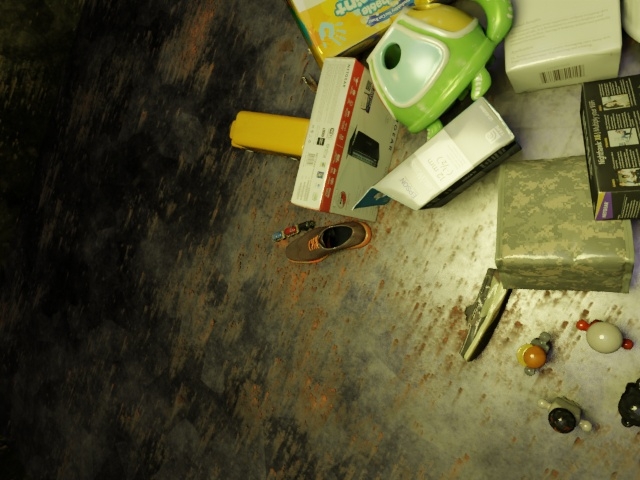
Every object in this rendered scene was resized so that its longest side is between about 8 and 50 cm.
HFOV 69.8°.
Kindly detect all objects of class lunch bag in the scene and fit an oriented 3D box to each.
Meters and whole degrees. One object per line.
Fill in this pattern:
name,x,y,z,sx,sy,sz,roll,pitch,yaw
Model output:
lunch bag,0.489,-0.050,0.940,0.235,0.169,0.287,-2,60,29

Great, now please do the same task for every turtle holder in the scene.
turtle holder,0.241,-0.384,0.961,0.227,0.320,0.243,37,65,-6

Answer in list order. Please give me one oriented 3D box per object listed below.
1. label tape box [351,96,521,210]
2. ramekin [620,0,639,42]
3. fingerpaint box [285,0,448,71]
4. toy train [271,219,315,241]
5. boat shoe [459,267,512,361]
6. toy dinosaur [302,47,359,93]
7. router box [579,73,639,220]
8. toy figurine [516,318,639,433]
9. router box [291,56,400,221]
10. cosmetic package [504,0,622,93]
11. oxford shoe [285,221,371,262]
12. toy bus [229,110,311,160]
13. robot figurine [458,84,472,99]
label tape box,0.265,-0.145,1.035,0.348,0.249,0.115,-41,78,24
ramekin,0.694,-0.498,0.822,0.277,0.135,0.277,-17,59,31
fingerpaint box,0.113,-0.669,1.056,0.445,0.163,0.371,-29,100,4
toy train,-0.087,-0.027,1.369,0.158,0.036,0.027,-20,77,29
boat shoe,0.371,0.168,1.059,0.073,0.080,0.223,28,96,35
toy dinosaur,0.044,-0.512,1.284,0.127,0.200,0.295,28,77,-4
router box,0.618,-0.181,0.825,0.243,0.081,0.308,-1,53,24
toy figurine,0.524,0.272,0.914,0.210,0.148,0.213,-23,75,28
router box,0.080,-0.227,1.128,0.082,0.301,0.335,16,96,31
cosmetic package,0.507,-0.538,0.977,0.217,0.156,0.384,-1,85,31
oxford shoe,0.000,0.000,1.278,0.271,0.098,0.096,-19,77,29
toy bus,-0.143,-0.312,1.367,0.333,0.130,0.108,16,95,31
robot figurine,0.343,-0.398,1.116,0.115,0.067,0.101,-2,77,31
